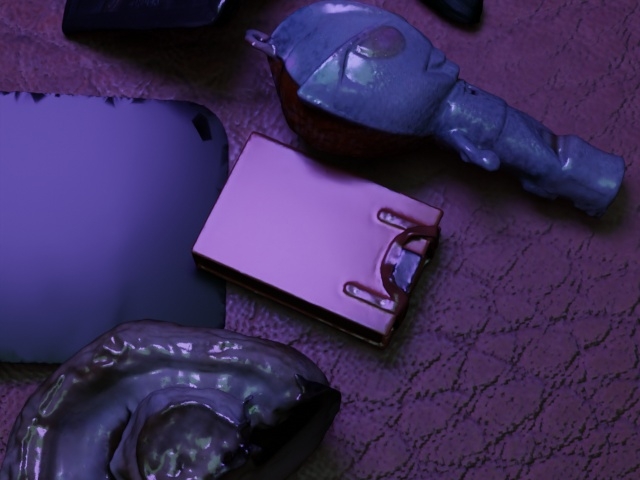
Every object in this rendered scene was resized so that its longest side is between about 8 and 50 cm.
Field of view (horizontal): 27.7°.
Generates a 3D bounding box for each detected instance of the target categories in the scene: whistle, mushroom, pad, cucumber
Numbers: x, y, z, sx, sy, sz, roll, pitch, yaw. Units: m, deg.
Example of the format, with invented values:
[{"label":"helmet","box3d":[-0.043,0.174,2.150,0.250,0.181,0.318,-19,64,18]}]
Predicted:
[{"label":"whistle","box3d":[0.094,-0.110,1.124,0.346,0.142,0.134,24,96,-4]},{"label":"mushroom","box3d":[-0.128,0.154,1.032,0.267,0.189,0.164,-42,75,4]},{"label":"pad","box3d":[-0.272,0.024,1.151,0.375,0.063,0.315,3,75,-8]},{"label":"cucumber","box3d":[0.110,-0.239,1.194,0.105,0.048,0.048,43,80,10]}]

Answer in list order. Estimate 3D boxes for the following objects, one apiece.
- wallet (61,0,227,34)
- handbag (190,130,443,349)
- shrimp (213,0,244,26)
[{"label":"wallet","box3d":[-0.123,-0.332,1.167,0.247,0.041,0.323,7,72,42]},{"label":"handbag","box3d":[0.000,0.000,1.128,0.190,0.063,0.127,22,73,9]},{"label":"shrimp","box3d":[-0.015,-0.264,1.178,0.219,0.152,0.046,-43,50,30]}]
